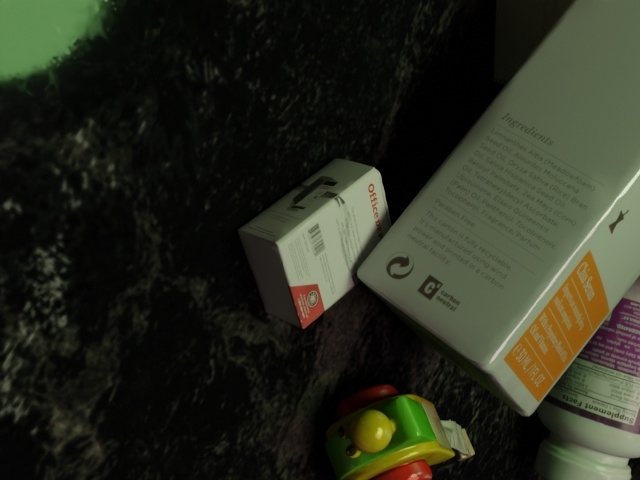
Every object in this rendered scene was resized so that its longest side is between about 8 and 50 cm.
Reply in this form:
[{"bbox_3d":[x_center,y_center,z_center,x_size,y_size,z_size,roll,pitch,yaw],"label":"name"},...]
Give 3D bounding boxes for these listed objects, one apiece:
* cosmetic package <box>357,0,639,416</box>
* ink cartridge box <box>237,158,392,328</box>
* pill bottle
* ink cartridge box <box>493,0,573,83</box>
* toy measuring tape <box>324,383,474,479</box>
[{"bbox_3d":[0.264,-0.065,0.899,0.453,0.161,0.230,-52,149,-3],"label":"cosmetic package"},{"bbox_3d":[0.000,0.000,0.837,0.135,0.056,0.099,-38,129,-32],"label":"ink cartridge box"},{"bbox_3d":[0.395,0.190,1.232,0.169,0.169,0.301,14,93,-48],"label":"pill bottle"},{"bbox_3d":[0.306,-0.277,1.033,0.237,0.100,0.171,-21,117,-41],"label":"ink cartridge box"},{"bbox_3d":[0.084,0.228,0.987,0.121,0.121,0.330,-66,155,-7],"label":"toy measuring tape"}]
